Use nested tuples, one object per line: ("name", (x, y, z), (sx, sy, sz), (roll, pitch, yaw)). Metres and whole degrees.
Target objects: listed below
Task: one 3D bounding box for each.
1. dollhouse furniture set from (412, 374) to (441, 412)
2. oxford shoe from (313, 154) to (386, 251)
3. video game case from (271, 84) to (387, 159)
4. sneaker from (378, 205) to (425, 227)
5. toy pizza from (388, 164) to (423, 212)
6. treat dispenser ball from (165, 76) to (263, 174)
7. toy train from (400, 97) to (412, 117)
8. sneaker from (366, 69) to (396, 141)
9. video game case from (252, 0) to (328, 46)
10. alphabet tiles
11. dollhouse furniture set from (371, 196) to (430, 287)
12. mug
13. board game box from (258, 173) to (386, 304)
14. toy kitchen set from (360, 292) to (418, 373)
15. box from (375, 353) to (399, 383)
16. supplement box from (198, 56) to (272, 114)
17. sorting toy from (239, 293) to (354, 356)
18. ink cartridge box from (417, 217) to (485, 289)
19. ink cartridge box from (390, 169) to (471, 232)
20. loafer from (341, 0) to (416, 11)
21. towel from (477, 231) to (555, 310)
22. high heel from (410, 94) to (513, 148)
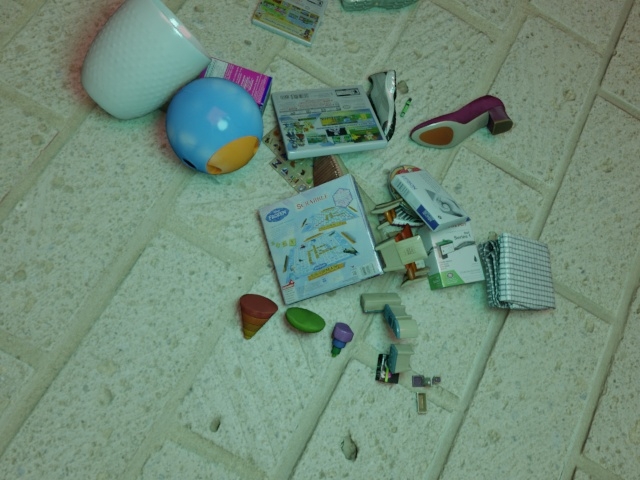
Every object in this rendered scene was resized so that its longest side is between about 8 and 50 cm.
("dollhouse furniture set", (0.344, 0.479, 1.486), (0.091, 0.081, 0.114), (3, 76, -10))
("oxford shoe", (0.094, -0.127, 1.577), (0.147, 0.140, 0.396), (-13, 79, -38))
("video game case", (0.023, -0.402, 1.596), (0.329, 0.036, 0.299), (-8, 56, -11))
("sneaker", (0.273, -0.085, 1.616), (0.171, 0.063, 0.074), (7, 82, -5))
("toy pizza", (0.326, -0.181, 1.636), (0.201, 0.032, 0.201), (10, 60, -18))
("treat dispenser ball", (-0.318, -0.343, 1.445), (0.288, 0.288, 0.288), (3, 76, -10))
("toy train", (0.312, -0.484, 1.739), (0.017, 0.023, 0.083), (28, 73, -4))
("sneaker", (0.215, -0.469, 1.690), (0.108, 0.100, 0.271), (-1, 76, 9))
("video game case", (-0.108, -0.832, 1.740), (0.227, 0.026, 0.206), (20, 74, -7))
("alphabet tiles", (-0.079, -0.297, 1.627), (0.237, 0.009, 0.198), (45, 73, 2))
("dollhouse furniture set", (0.264, 0.009, 1.462), (0.135, 0.259, 0.262), (-19, 98, 21))
("mug", (-0.563, -0.568, 1.471), (0.328, 0.276, 0.374), (-41, 53, 9))
("board game box", (0.000, 0.000, 1.466), (0.319, 0.066, 0.317), (-19, 81, 16))
("toy kitchen set", (0.202, 0.283, 1.485), (0.122, 0.207, 0.166), (0, 112, -11))
("box", (0.211, 0.400, 1.495), (0.062, 0.052, 0.083), (12, 74, -8))
("supplement box", (-0.282, -0.503, 1.582), (0.220, 0.111, 0.113), (18, 75, -6))
("sorting toy", (-0.086, 0.278, 1.459), (0.366, 0.127, 0.126), (18, 103, -9))
("ink cartridge box", (0.434, 0.043, 1.602), (0.160, 0.092, 0.219), (-9, 79, -14))
("ink cartridge box", (0.370, -0.137, 1.545), (0.224, 0.045, 0.223), (-15, 59, -42))
("loafer", (0.230, -0.933, 1.785), (0.320, 0.112, 0.111), (-8, 87, -12))
("towel", (0.647, 0.114, 1.580), (0.284, 0.121, 0.234), (10, 75, -35))
("high heel", (0.492, -0.442, 1.745), (0.377, 0.127, 0.181), (-7, 50, -8))
